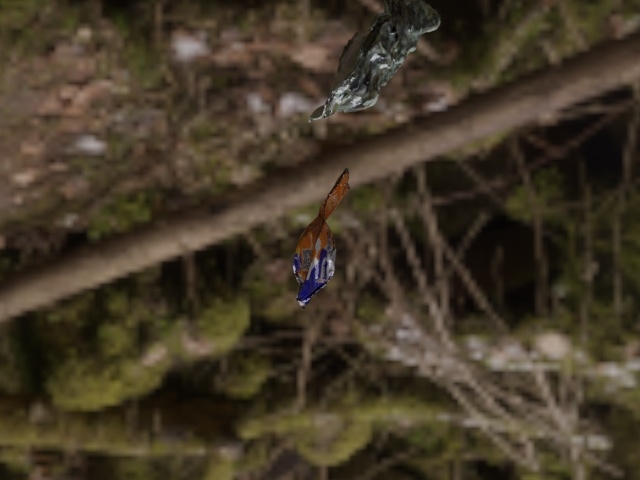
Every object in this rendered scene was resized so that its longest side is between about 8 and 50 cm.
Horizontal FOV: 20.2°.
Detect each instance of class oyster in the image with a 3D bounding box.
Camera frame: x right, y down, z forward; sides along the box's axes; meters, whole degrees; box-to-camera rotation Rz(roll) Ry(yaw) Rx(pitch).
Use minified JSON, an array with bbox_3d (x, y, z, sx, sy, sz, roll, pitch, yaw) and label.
[{"bbox_3d":[0.058,-0.227,2.253,0.087,0.199,0.252,34,-172,5],"label":"oyster"}]

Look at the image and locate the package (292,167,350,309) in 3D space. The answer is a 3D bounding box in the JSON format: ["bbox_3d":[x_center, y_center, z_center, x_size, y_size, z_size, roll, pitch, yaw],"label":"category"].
[{"bbox_3d":[-0.001,0.000,1.425,0.033,0.111,0.077,12,169,16],"label":"package"}]
